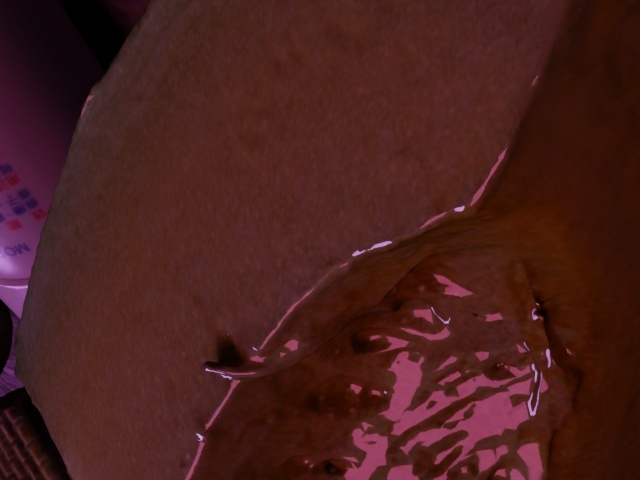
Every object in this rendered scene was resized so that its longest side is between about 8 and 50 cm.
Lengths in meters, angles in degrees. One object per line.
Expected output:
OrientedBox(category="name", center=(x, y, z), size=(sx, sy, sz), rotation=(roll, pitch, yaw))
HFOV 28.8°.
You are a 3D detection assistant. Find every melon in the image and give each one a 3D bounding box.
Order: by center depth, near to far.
OrientedBox(category="melon", center=(0.048, 0.011, 0.486), size=(0.331, 0.226, 0.343), rotation=(30, 116, 5))

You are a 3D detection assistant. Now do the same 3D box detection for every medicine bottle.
OrientedBox(category="medicine bottle", center=(-0.170, -0.057, 0.687), size=(0.130, 0.130, 0.341), rotation=(12, 147, 34))

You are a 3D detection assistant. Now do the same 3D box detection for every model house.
OrientedBox(category="model house", center=(-0.236, 0.196, 1.152), size=(0.195, 0.214, 0.189), rotation=(56, 143, 21))

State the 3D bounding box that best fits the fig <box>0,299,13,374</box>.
OrientedBox(category="fig", center=(-0.343, 0.039, 1.064), size=(0.149, 0.149, 0.245), rotation=(18, 130, 24))
